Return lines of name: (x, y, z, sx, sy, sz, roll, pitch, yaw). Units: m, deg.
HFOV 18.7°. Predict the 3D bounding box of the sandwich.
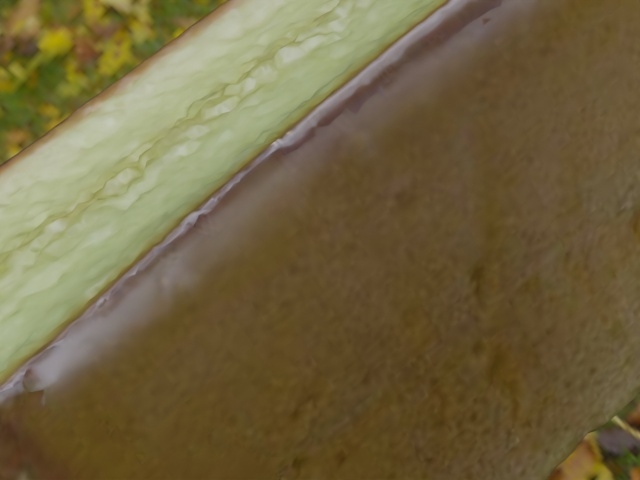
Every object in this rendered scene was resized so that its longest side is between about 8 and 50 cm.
sandwich: (0.000, 0.000, 0.390, 0.258, 0.096, 0.094, -38, 33, -18)
